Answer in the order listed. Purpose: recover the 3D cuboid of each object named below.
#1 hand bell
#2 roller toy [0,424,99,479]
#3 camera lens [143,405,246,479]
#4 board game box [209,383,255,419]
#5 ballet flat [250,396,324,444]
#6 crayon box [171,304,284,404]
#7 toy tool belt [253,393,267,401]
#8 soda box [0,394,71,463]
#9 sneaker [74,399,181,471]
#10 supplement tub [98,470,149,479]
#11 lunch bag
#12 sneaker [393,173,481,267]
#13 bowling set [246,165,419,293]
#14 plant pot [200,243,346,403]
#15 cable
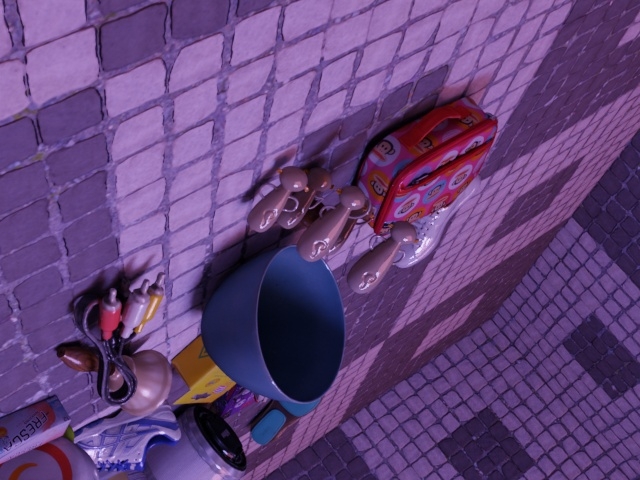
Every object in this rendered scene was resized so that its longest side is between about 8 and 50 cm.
[{"bbox_3d":[-0.378,0.224,1.483,0.126,0.126,0.242,-41,148,5],"label":"hand bell"},{"bbox_3d":[-0.520,0.464,1.584,0.209,0.191,0.146,-35,162,-13],"label":"roller toy"},{"bbox_3d":[-0.340,0.568,2.117,0.274,0.219,0.219,-40,161,4],"label":"camera lens"},{"bbox_3d":[-0.131,0.361,2.304,0.346,0.056,0.208,-24,160,-38],"label":"board game box"},{"bbox_3d":[-0.092,0.514,2.656,0.342,0.116,0.124,-49,179,29],"label":"ballet flat"},{"bbox_3d":[-0.184,0.228,1.840,0.318,0.081,0.202,-42,161,6],"label":"crayon box"},{"bbox_3d":[-0.145,0.393,2.203,0.051,0.052,0.083,-23,157,-20],"label":"toy tool belt"},{"bbox_3d":[-0.534,0.340,1.482,0.183,0.058,0.063,-21,154,-44],"label":"soda box"},{"bbox_3d":[-0.435,0.443,1.795,0.296,0.131,0.112,-28,161,-25],"label":"sneaker"},{"bbox_3d":[-0.460,0.633,1.868,0.241,0.331,0.241,-35,161,-14],"label":"supplement tub"},{"bbox_3d":[0.205,-0.157,1.637,0.293,0.120,0.258,-30,156,-29],"label":"lunch bag"},{"bbox_3d":[0.240,-0.064,1.949,0.290,0.106,0.123,-54,152,13],"label":"sneaker"},{"bbox_3d":[0.011,-0.060,1.472,0.287,0.200,0.154,31,109,-25],"label":"bowling set"},{"bbox_3d":[-0.109,0.162,1.600,0.195,0.290,0.290,-8,180,33],"label":"plant pot"},{"bbox_3d":[-0.330,0.175,1.363,0.139,0.072,0.287,-15,130,-43],"label":"cable"}]
